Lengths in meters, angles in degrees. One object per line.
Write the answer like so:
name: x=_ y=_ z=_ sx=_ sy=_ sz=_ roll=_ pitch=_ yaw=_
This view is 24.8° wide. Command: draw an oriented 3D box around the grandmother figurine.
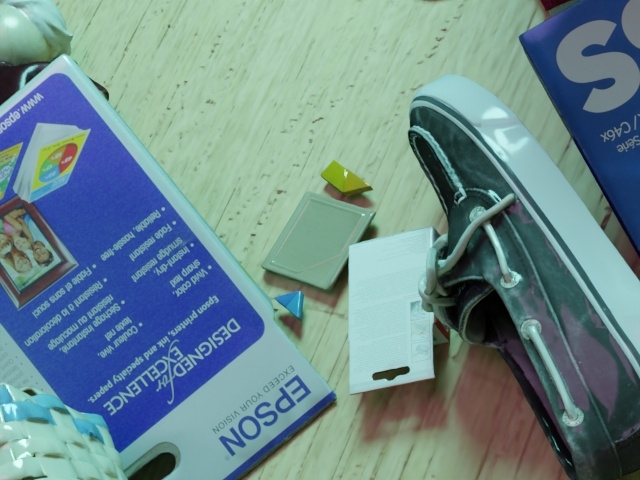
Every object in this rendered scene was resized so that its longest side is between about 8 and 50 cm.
grandmother figurine: x=-0.255 y=-0.076 z=1.181 sx=0.208 sy=0.104 sz=0.342 roll=-12 pitch=56 yaw=13

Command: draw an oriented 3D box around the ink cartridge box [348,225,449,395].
ink cartridge box: x=0.052 y=0.050 z=0.957 sx=0.063 sy=0.029 sz=0.115 roll=-14 pitch=55 yaw=22

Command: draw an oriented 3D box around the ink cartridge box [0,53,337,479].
ink cartridge box: x=-0.195 y=0.083 z=1.013 sx=0.303 sy=0.072 sz=0.307 roll=-39 pitch=85 yaw=2

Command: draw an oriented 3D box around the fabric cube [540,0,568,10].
fabric cube: x=0.206 y=-0.353 z=0.922 sx=0.258 sy=0.259 sz=0.254 roll=-18 pitch=53 yaw=19

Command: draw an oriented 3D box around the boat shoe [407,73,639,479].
boat shoe: x=0.112 y=0.021 z=0.886 sx=0.105 sy=0.113 sz=0.306 roll=-27 pitch=57 yaw=-6

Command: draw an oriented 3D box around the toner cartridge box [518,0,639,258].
toner cartridge box: x=0.306 y=-0.133 z=0.844 sx=0.348 sy=0.075 sz=0.165 roll=-30 pitch=88 yaw=11

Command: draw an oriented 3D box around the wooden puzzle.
wooden puzzle: x=0.000 y=0.000 z=1.033 sx=0.078 sy=0.014 sz=0.116 roll=25 pitch=74 yaw=44

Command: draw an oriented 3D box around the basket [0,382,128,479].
basket: x=-0.193 y=0.254 z=0.856 sx=0.255 sy=0.201 sz=0.289 roll=-30 pitch=70 yaw=10

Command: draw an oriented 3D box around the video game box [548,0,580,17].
video game box: x=0.217 y=-0.282 z=1.070 sx=0.187 sy=0.048 sz=0.205 roll=-28 pitch=50 yaw=15
